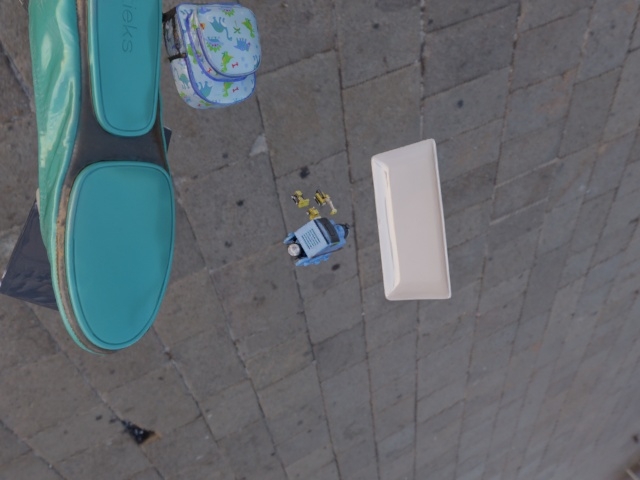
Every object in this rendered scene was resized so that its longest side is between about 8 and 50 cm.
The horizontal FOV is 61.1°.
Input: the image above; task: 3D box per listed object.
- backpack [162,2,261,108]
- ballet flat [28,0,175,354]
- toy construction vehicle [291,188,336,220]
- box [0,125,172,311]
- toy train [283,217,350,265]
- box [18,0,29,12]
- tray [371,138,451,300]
[{"bbox_3d":[-0.123,-0.214,0.632,0.105,0.084,0.115,-20,107,-41],"label":"backpack"},{"bbox_3d":[-0.143,-0.056,0.348,0.083,0.087,0.248,-4,98,-50],"label":"ballet flat"},{"bbox_3d":[-0.015,-0.098,1.400,0.085,0.098,0.035,-18,152,-33],"label":"toy construction vehicle"},{"bbox_3d":[-0.507,-0.079,1.200,0.211,0.396,0.293,24,128,-27],"label":"box"},{"bbox_3d":[0.000,0.000,1.155,0.105,0.080,0.184,-32,171,24],"label":"toy train"},{"bbox_3d":[-0.625,-0.593,1.332,0.165,0.270,0.143,-34,169,-25],"label":"box"},{"bbox_3d":[0.164,-0.031,0.960,0.030,0.145,0.271,-3,86,-44],"label":"tray"}]
